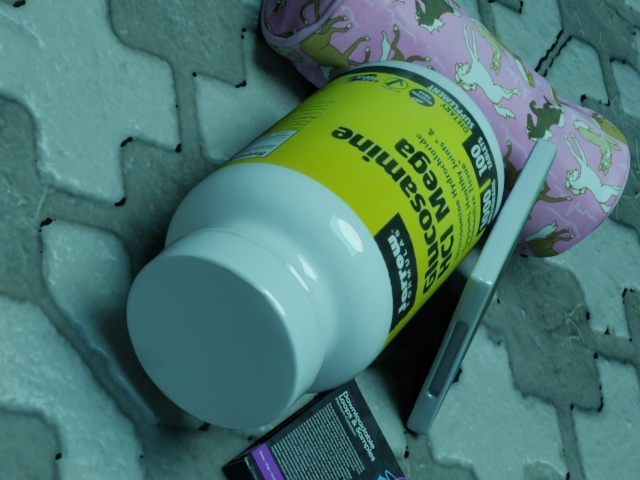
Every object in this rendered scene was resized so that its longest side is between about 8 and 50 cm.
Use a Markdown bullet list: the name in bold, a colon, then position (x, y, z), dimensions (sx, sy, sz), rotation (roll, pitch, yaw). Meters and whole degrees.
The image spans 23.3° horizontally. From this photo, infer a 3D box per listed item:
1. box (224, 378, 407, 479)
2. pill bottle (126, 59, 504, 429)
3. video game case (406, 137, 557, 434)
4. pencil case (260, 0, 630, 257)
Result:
- **box**: position (0.003, 0.191, 1.225), dimensions (0.162, 0.029, 0.116), rotation (-30, 94, -51)
- **pill bottle**: position (0.000, 0.000, 1.199), dimensions (0.188, 0.188, 0.334), rotation (57, 39, -9)
- **video game case**: position (0.143, 0.039, 1.358), dimensions (0.023, 0.193, 0.212), rotation (24, 42, 7)
- **pencil case**: position (0.120, -0.144, 1.445), dimensions (0.386, 0.160, 0.167), rotation (36, 13, -30)
